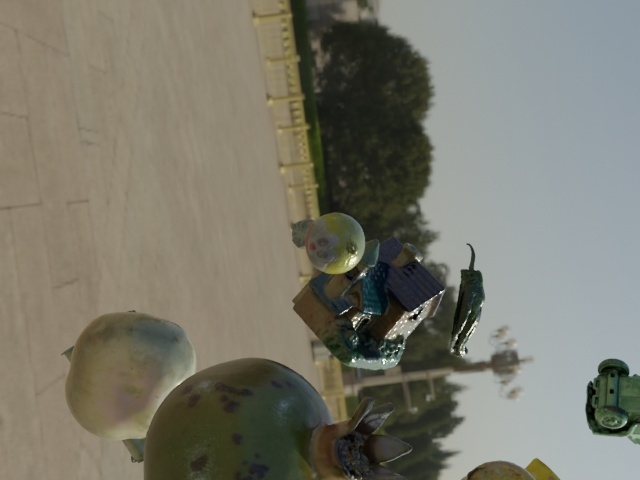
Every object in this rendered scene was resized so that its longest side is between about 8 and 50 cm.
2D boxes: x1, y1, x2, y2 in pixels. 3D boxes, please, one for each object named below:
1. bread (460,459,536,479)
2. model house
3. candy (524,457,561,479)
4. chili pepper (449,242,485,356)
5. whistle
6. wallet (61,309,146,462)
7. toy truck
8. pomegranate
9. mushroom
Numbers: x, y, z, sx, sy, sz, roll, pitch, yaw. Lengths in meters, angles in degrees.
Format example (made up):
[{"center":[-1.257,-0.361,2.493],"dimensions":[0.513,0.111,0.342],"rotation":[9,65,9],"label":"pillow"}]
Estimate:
[{"center":[0.343,0.523,1.677],"dimensions":[0.170,0.197,0.197],"rotation":[58,23,-64],"label":"bread"},{"center":[0.133,0.132,2.095],"dimensions":[0.245,0.280,0.312],"rotation":[48,15,28],"label":"model house"},{"center":[0.481,0.674,2.079],"dimensions":[0.146,0.276,0.088],"rotation":[48,-6,-17],"label":"candy"},{"center":[0.345,0.154,2.029],"dimensions":[0.122,0.065,0.278],"rotation":[-75,173,-78],"label":"chili pepper"},{"center":[0.000,0.000,1.693],"dimensions":[0.223,0.123,0.122],"rotation":[16,-62,54],"label":"whistle"},{"center":[-0.437,0.337,2.045],"dimensions":[0.077,0.223,0.309],"rotation":[-22,-79,52],"label":"wallet"},{"center":[0.720,0.359,1.874],"dimensions":[0.155,0.279,0.156],"rotation":[-70,149,-42],"label":"toy truck"},{"center":[-0.069,0.300,1.104],"dimensions":[0.291,0.324,0.290],"rotation":[-3,94,-49],"label":"pomegranate"},{"center":[-0.365,0.250,1.679],"dimensions":[0.234,0.260,0.253],"rotation":[-118,-173,-74],"label":"mushroom"}]
